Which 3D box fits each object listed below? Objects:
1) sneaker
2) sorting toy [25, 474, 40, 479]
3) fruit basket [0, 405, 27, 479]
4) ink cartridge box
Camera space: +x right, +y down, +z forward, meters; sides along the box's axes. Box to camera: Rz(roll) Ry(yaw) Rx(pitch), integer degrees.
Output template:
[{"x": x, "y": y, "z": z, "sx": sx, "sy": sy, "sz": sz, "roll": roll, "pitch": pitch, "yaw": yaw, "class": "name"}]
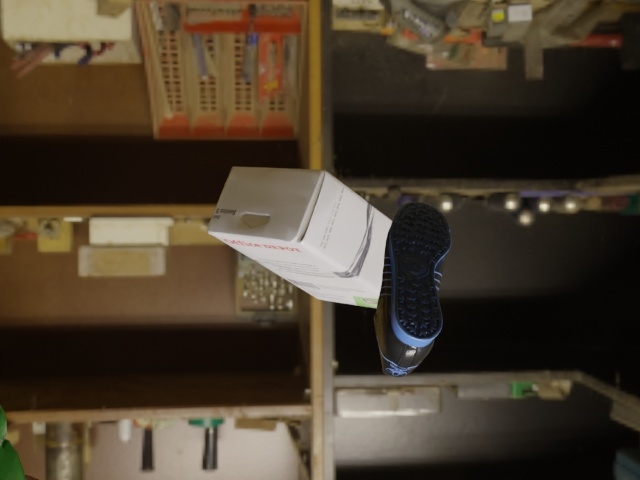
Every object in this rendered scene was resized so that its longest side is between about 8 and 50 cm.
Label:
[{"x": 0.102, "y": 0.054, "z": 1.030, "sx": 0.081, "sy": 0.090, "sz": 0.232, "roll": 19, "pitch": -136, "yaw": -5, "class": "sneaker"}, {"x": -0.185, "y": 0.310, "z": 0.894, "sx": 0.274, "sy": 0.046, "sz": 0.132, "roll": 30, "pitch": -176, "yaw": -35, "class": "sorting toy"}, {"x": -0.437, "y": 0.275, "z": 0.659, "sx": 0.391, "sy": 0.283, "sz": 0.392, "roll": -13, "pitch": -168, "yaw": 3, "class": "fruit basket"}, {"x": 0.000, "y": 0.000, "z": 1.291, "sx": 0.198, "sy": 0.115, "sz": 0.272, "roll": 6, "pitch": 160, "yaw": 42, "class": "ink cartridge box"}]
